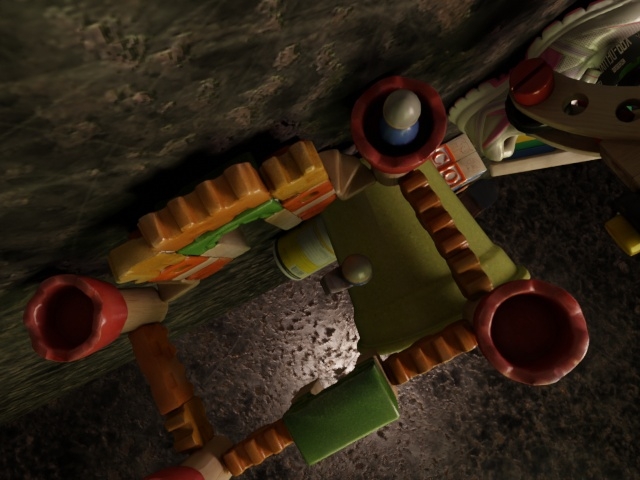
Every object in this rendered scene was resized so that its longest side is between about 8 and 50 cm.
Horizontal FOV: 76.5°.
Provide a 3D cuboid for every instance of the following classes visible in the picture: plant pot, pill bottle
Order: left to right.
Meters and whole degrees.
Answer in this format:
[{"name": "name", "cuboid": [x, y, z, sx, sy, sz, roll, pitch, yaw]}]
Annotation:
[{"name": "pill bottle", "cuboid": [0.000, 0.000, 0.826, 0.184, 0.103, 0.103, -31, 173, 26]}, {"name": "plant pot", "cuboid": [0.125, -0.003, 0.629, 0.276, 0.254, 0.276, -27, 175, -2]}]

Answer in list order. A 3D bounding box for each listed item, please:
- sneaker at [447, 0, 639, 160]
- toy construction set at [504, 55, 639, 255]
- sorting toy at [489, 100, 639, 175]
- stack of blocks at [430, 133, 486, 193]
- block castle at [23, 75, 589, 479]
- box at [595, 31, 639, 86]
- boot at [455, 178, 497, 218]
[{"name": "sneaker", "cuboid": [0.291, -0.189, 0.507, 0.103, 0.111, 0.252, -22, 171, -39]}, {"name": "toy construction set", "cuboid": [0.308, -0.116, 0.286, 0.257, 0.237, 0.309, -20, 156, 5]}, {"name": "sorting toy", "cuboid": [0.498, -0.231, 0.827, 0.257, 0.089, 0.255, -6, -159, 37]}, {"name": "stack of blocks", "cuboid": [0.242, -0.123, 0.926, 0.171, 0.087, 0.297, -28, 173, 5]}, {"name": "block castle", "cuboid": [-0.033, 0.074, 0.405, 0.453, 0.303, 0.213, -30, 172, 5]}, {"name": "box", "cuboid": [0.571, -0.348, 0.572, 0.307, 0.076, 0.242, -29, 173, 14]}, {"name": "boot", "cuboid": [0.267, -0.048, 0.862, 0.219, 0.082, 0.106, -27, 171, -19]}]
